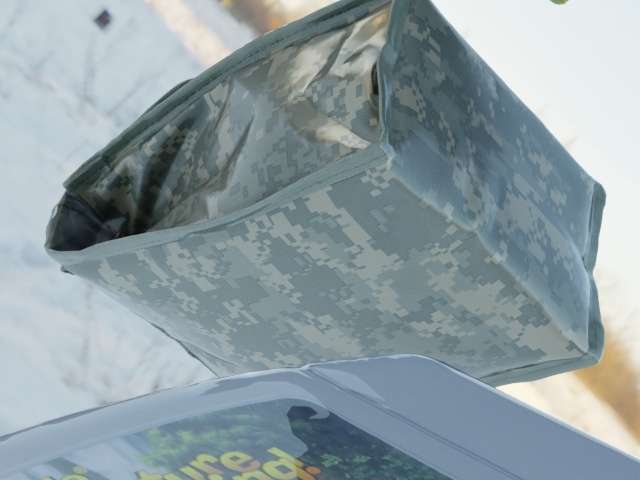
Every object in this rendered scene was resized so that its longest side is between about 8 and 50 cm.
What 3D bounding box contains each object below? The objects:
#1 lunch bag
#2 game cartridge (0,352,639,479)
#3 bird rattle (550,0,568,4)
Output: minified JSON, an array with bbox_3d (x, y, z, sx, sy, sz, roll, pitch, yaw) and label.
[{"bbox_3d":[0.000,0.000,0.969,0.235,0.287,0.169,41,42,-35],"label":"lunch bag"},{"bbox_3d":[0.000,0.100,0.344,0.196,0.060,0.294,21,20,34],"label":"game cartridge"},{"bbox_3d":[0.120,-0.273,0.838,0.207,0.143,0.253,-24,-69,48],"label":"bird rattle"}]
